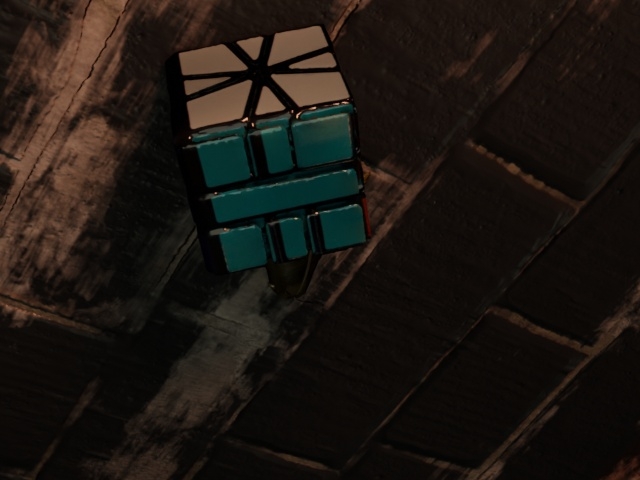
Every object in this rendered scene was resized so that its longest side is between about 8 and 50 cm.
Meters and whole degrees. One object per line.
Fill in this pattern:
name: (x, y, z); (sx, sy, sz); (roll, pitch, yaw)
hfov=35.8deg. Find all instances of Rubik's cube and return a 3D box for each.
Rubik's cube: (-0.086, -0.152, 1.627); (0.288, 0.294, 0.284); (-12, 127, -5)

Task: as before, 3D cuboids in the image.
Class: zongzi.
zongzi: (0.000, 0.000, 1.887); (0.241, 0.111, 0.248); (-19, 135, -6)
